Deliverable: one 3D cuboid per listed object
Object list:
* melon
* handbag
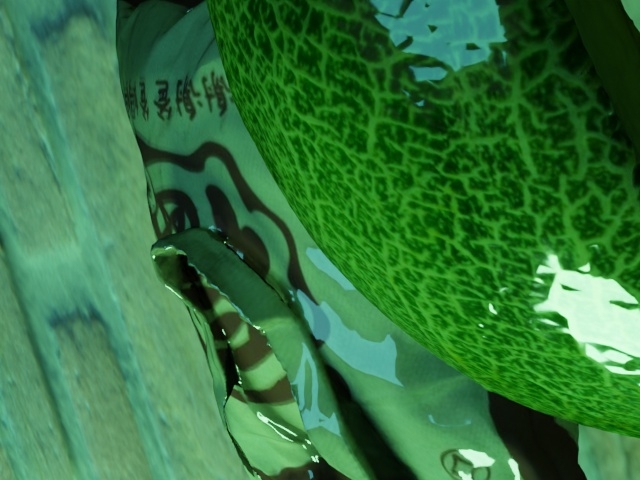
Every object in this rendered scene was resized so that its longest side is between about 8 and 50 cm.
[{"bbox_3d":[0.021,-0.070,0.513,0.129,0.169,0.265,-20,69,21],"label":"melon"},{"bbox_3d":[0.000,0.000,0.735,0.213,0.127,0.235,1,110,61],"label":"handbag"}]
